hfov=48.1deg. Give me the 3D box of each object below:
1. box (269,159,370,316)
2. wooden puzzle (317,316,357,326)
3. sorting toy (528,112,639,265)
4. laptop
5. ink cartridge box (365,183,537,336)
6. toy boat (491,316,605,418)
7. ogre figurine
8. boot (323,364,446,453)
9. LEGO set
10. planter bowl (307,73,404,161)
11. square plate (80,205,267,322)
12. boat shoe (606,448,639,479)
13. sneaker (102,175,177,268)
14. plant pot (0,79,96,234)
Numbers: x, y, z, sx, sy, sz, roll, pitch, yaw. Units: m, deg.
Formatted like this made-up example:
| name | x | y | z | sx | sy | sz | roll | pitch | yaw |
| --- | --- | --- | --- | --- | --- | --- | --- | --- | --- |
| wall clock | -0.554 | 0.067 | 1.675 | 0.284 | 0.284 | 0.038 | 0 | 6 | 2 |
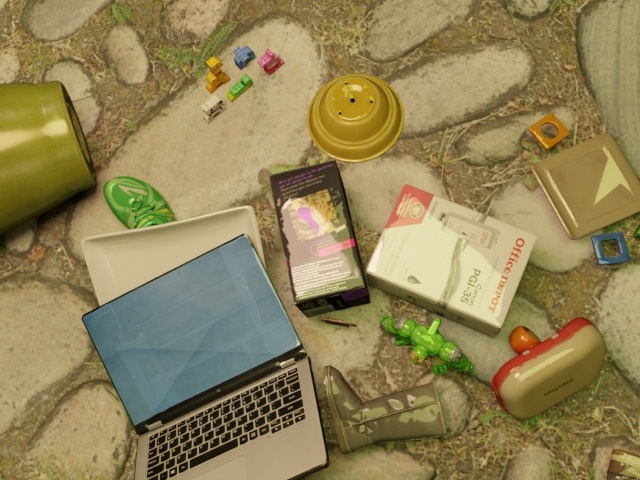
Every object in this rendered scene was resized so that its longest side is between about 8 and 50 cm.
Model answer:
| name | x | y | z | sx | sy | sz | roll | pitch | yaw |
| --- | --- | --- | --- | --- | --- | --- | --- | --- | --- |
| box | 0.000 | 0.000 | 1.446 | 0.143 | 0.165 | 0.270 | -13 | 72 | 4 |
| wooden puzzle | 0.034 | 0.166 | 1.454 | 0.083 | 0.049 | 0.006 | 9 | 76 | 8 |
| sorting toy | 0.553 | -0.111 | 1.477 | 0.196 | 0.047 | 0.347 | -22 | 73 | -5 |
| laptop | -0.229 | 0.259 | 1.291 | 0.382 | 0.236 | 0.408 | -27 | 33 | 8 |
| ink cartridge box | 0.260 | 0.039 | 1.429 | 0.283 | 0.117 | 0.207 | 22 | 78 | 13 |
| toy boat | 0.418 | 0.220 | 1.364 | 0.231 | 0.151 | 0.151 | -29 | 44 | -2 |
| ogre figurine | 0.204 | 0.196 | 1.390 | 0.097 | 0.118 | 0.197 | -40 | 73 | -5 |
| boot | 0.123 | 0.310 | 1.390 | 0.209 | 0.076 | 0.189 | -17 | 87 | 9 |
| LEGO set | -0.202 | -0.381 | 1.617 | 0.227 | 0.093 | 0.087 | -40 | 73 | -5 |
| planter bowl | 0.073 | -0.288 | 1.561 | 0.217 | 0.090 | 0.217 | -2 | 73 | 6 |
| square plate | -0.265 | 0.122 | 1.437 | 0.347 | 0.049 | 0.344 | -11 | 105 | 4 |
| boat shoe | 0.628 | 0.454 | 1.290 | 0.224 | 0.080 | 0.073 | 23 | 83 | 18 |
| sneaker | -0.357 | -0.039 | 1.520 | 0.109 | 0.123 | 0.295 | -42 | 74 | -8 |
| plant pot | -0.679 | -0.180 | 1.508 | 0.353 | 0.366 | 0.366 | -18 | 72 | -11 |
